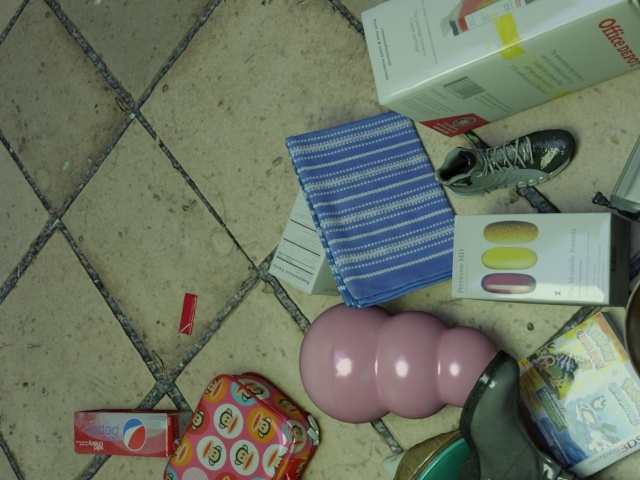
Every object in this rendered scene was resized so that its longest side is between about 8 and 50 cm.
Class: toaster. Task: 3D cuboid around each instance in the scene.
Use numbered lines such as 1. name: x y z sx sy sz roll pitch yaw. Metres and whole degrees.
1. toaster: 0.528 -0.084 1.264 0.227 0.129 0.146 23 93 30

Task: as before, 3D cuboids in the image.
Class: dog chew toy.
1. dog chew toy: 0.137 0.203 1.440 0.332 0.206 0.206 -1 84 23

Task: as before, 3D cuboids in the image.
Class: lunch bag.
1. lunch bag: -0.140 0.418 1.623 0.258 0.120 0.293 35 102 29

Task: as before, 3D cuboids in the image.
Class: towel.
1. towel: 0.102 -0.063 1.487 0.243 0.040 0.336 -16 70 -15

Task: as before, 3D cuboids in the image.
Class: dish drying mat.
1. dish drying mat: -0.274 0.152 1.800 0.032 0.008 0.083 8 89 33

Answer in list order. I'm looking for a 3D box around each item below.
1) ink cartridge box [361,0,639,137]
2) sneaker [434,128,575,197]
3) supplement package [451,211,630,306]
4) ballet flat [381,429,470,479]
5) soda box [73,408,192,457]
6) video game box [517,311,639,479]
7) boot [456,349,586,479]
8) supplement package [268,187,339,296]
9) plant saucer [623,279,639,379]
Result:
1. ink cartridge box: 0.301 -0.315 1.339 0.384 0.279 0.160 -18 75 28
2. sneaker: 0.289 -0.126 1.410 0.228 0.132 0.086 -21 74 29
3. supplement package: 0.343 0.031 1.359 0.244 0.134 0.139 -1 84 32
4. ballet flat: 0.138 0.443 1.472 0.124 0.116 0.342 36 108 49
5. soda box: -0.389 0.396 1.801 0.263 0.083 0.092 -6 82 30
6. video game box: 0.414 0.244 1.345 0.187 0.048 0.205 -37 68 21
7. boot: 0.326 0.325 1.292 0.222 0.118 0.338 25 139 32
8. supplement package: 0.000 0.000 1.590 0.105 0.105 0.179 25 98 31
9. plant saucer: 0.580 0.125 1.193 0.310 0.050 0.310 10 115 22
